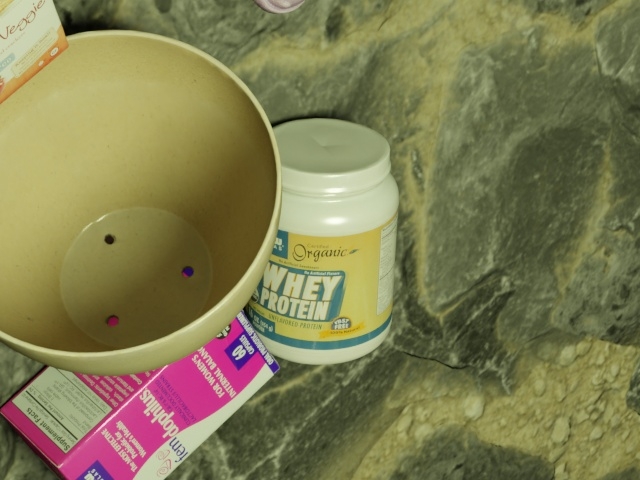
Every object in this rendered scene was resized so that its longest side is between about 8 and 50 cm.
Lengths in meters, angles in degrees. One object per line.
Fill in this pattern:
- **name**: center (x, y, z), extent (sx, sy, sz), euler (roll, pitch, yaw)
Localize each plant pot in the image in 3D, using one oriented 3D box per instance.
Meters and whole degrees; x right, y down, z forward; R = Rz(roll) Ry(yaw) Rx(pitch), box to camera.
- **plant pot**: center (-0.165, -0.005, 1.506), extent (0.284, 0.284, 0.191), euler (-43, 160, -14)

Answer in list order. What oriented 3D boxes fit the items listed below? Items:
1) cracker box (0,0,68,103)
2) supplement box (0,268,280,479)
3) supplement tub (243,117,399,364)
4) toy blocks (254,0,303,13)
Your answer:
- **cracker box**: center (-0.283, -0.171, 1.356), extent (0.156, 0.067, 0.232), euler (-43, 160, -14)
- **supplement box**: center (-0.164, 0.136, 1.673), extent (0.220, 0.114, 0.111), euler (-43, 136, -12)
- **supplement tub**: center (0.000, 0.000, 1.714), extent (0.144, 0.144, 0.199), euler (-19, 125, -33)
- **toy blocks**: center (0.066, -0.311, 1.340), extent (0.288, 0.260, 0.309), euler (-32, 119, -24)
